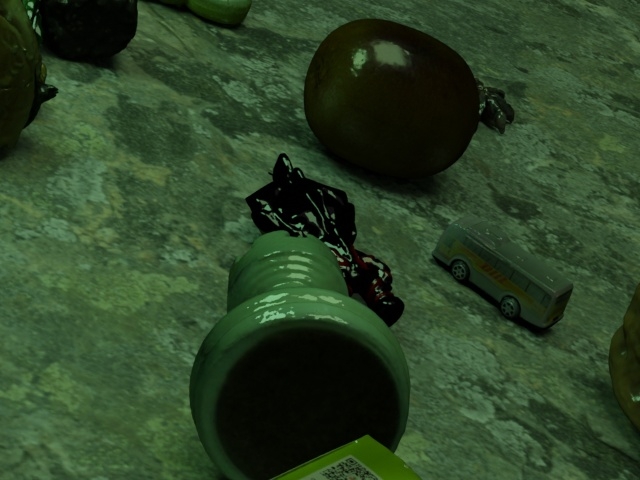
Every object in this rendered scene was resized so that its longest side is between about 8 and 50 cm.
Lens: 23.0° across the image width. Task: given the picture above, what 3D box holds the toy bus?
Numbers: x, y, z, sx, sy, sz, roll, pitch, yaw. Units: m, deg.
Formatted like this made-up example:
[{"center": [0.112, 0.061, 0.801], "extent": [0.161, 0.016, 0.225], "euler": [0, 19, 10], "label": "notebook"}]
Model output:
[{"center": [0.215, 0.037, 1.861], "extent": [0.172, 0.072, 0.057], "euler": [37, 34, 26], "label": "toy bus"}]

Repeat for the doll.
[{"center": [-0.003, 0.002, 1.751], "extent": [0.127, 0.088, 0.248], "euler": [22, 28, -53], "label": "doll"}]

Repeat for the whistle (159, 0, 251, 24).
[{"center": [-0.192, -0.364, 2.276], "extent": [0.198, 0.057, 0.104], "euler": [11, 29, -26], "label": "whistle"}]

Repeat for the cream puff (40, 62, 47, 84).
[{"center": [-0.353, -0.174, 1.818], "extent": [0.083, 0.083, 0.058], "euler": [-92, 158, -72], "label": "cream puff"}]

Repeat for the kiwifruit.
[{"center": [0.098, -0.181, 2.033], "extent": [0.234, 0.196, 0.196], "euler": [13, 29, -20], "label": "kiwifruit"}]

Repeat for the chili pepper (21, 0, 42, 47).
[{"center": [-0.434, -0.314, 1.992], "extent": [0.279, 0.065, 0.122], "euler": [31, 48, 26], "label": "chili pepper"}]

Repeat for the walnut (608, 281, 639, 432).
[{"center": [0.438, 0.134, 1.702], "extent": [0.257, 0.224, 0.257], "euler": [-11, 45, 12], "label": "walnut"}]

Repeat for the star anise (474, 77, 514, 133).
[{"center": [0.235, -0.212, 2.355], "extent": [0.141, 0.042, 0.141], "euler": [20, 27, -11], "label": "star anise"}]

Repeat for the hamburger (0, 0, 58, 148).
[{"center": [-0.427, -0.228, 1.687], "extent": [0.309, 0.211, 0.132], "euler": [20, 23, -4], "label": "hamburger"}]

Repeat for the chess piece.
[{"center": [-0.025, 0.094, 1.471], "extent": [0.195, 0.194, 0.299], "euler": [18, 19, -11], "label": "chess piece"}]

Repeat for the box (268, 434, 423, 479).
[{"center": [-0.046, 0.263, 1.041], "extent": [0.062, 0.260, 0.175], "euler": [38, 31, 25], "label": "box"}]

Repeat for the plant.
[{"center": [-0.302, -0.329, 2.039], "extent": [0.131, 0.142, 0.203], "euler": [1, 36, -8], "label": "plant"}]
